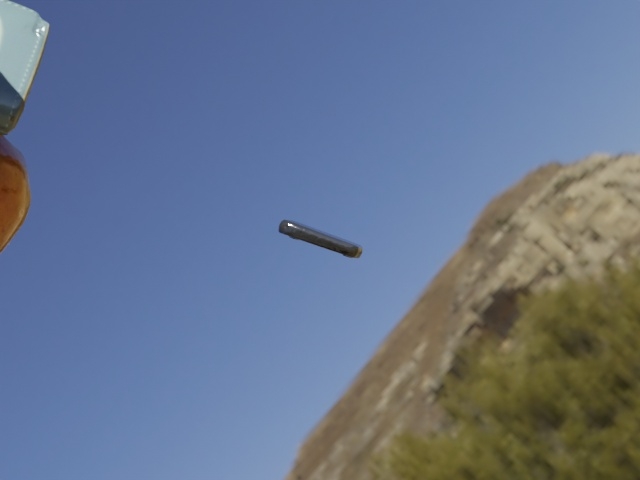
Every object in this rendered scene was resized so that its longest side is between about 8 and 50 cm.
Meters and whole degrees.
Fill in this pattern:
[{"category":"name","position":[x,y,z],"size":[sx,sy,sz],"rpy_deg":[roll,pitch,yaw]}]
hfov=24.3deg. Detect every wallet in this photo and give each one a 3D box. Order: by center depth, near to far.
[{"category":"wallet","position":[-0.549,-0.279,1.964],"size":[0.252,0.360,0.083],"rpy_deg":[-83,17,-46]}]

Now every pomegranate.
[{"category":"pomegranate","position":[-0.553,-0.083,2.174],"size":[0.264,0.264,0.264],"rpy_deg":[-45,-13,-13]}]

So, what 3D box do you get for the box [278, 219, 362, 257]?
[{"category":"box","position":[0.000,0.000,2.227],"size":[0.125,0.126,0.027],"rpy_deg":[1,-71,-85]}]
